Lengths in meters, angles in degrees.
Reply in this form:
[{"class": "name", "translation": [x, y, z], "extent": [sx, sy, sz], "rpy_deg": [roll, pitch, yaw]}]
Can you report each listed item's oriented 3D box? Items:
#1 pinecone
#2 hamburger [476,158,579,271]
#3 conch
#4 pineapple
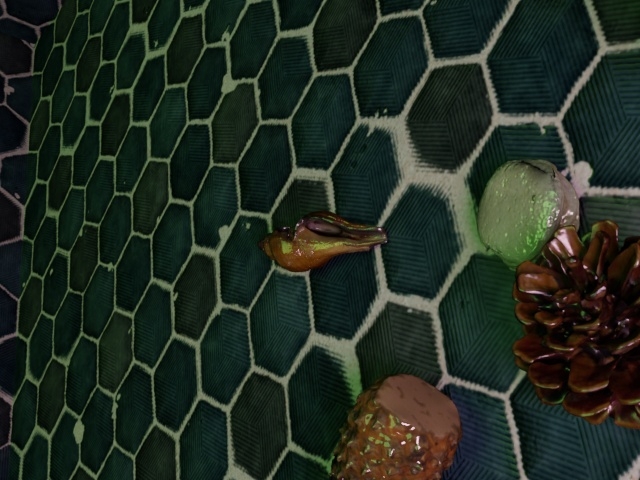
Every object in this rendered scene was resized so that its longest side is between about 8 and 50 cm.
[{"class": "pinecone", "translation": [0.275, 0.075, 0.823], "extent": [0.207, 0.207, 0.208], "rpy_deg": [-22, 61, 46]}, {"class": "hamburger", "translation": [0.246, -0.035, 1.005], "extent": [0.133, 0.062, 0.140], "rpy_deg": [-57, 43, 23]}, {"class": "conch", "translation": [0.000, -0.003, 1.299], "extent": [0.232, 0.080, 0.086], "rpy_deg": [-21, 94, 25]}, {"class": "pineapple", "translation": [0.061, 0.310, 1.068], "extent": [0.170, 0.141, 0.310], "rpy_deg": [-93, 26, -60]}]
